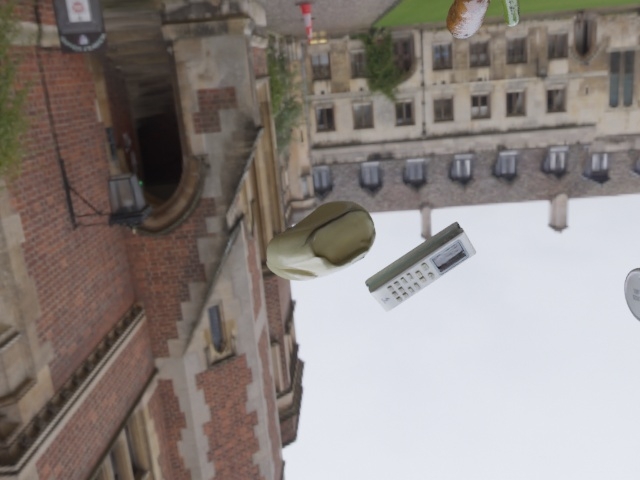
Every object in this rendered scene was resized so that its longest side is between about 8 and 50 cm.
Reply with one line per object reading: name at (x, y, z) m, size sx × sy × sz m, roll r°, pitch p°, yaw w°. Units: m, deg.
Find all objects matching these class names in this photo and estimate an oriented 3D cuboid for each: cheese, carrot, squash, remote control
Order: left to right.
cheese at (0.000, 0.000, 1.523) m, size 0.266 × 0.127 × 0.233 m, roll -31°, pitch -162°, yaw -32°
remote control at (0.254, 0.070, 1.583) m, size 0.277 × 0.103 × 0.055 m, roll -34°, pitch -137°, yaw 7°
carrot at (0.233, -0.362, 0.980) m, size 0.060 × 0.060 × 0.186 m, roll -4°, pitch -177°, yaw 5°
squash at (0.292, -0.365, 0.967) m, size 0.027 × 0.083 × 0.027 m, roll -13°, pitch -125°, yaw 20°

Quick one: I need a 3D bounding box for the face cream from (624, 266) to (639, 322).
face cream at (0.688, 0.065, 1.036) m, size 0.345 × 0.102 × 0.102 m, roll -10°, pitch -164°, yaw -7°
